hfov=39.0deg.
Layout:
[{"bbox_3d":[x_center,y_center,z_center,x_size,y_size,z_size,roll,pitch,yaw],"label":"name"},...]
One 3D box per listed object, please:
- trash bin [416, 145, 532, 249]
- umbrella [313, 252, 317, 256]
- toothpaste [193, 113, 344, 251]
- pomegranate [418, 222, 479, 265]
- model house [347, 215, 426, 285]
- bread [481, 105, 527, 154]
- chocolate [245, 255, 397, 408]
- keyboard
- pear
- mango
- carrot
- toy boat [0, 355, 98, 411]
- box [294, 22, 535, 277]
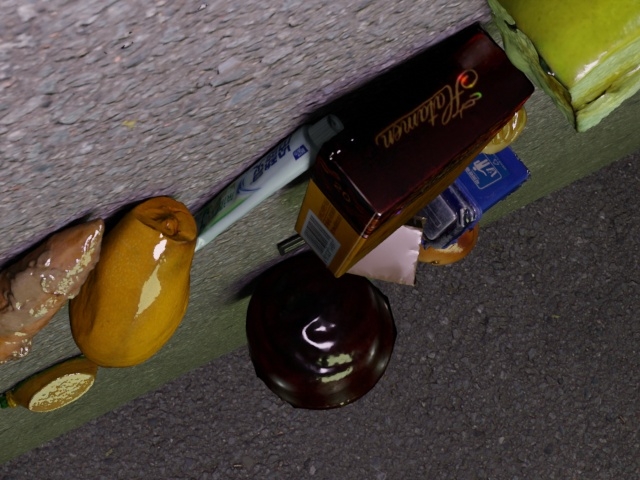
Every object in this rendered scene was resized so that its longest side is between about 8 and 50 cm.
[{"bbox_3d":[0.283,-0.100,1.802,0.234,0.162,0.184,-30,170,-35],"label":"trash bin"},{"bbox_3d":[-0.003,0.024,2.069,0.149,0.022,0.022,107,9,-77],"label":"umbrella"},{"bbox_3d":[-0.083,-0.073,1.193,0.048,0.075,0.297,32,129,-32],"label":"toothpaste"},{"bbox_3d":[0.253,-0.038,1.965,0.191,0.191,0.191,-27,171,-5],"label":"pomegranate"},{"bbox_3d":[0.104,-0.040,1.691,0.181,0.176,0.248,11,-165,-1],"label":"model house"},{"bbox_3d":[0.299,-0.204,1.522,0.094,0.083,0.157,-47,162,28],"label":"bread"},{"bbox_3d":[-0.022,0.187,2.059,0.383,0.383,0.331,-27,154,0],"label":"chocolate"},{"bbox_3d":[-0.008,-0.011,1.840,0.381,0.041,0.103,-33,171,-5],"label":"keyboard"},{"bbox_3d":[0.320,-0.267,0.925,0.282,0.176,0.286,-34,168,14],"label":"pear"},{"bbox_3d":[-0.251,0.069,1.200,0.187,0.144,0.359,-58,-179,-28],"label":"mango"},{"bbox_3d":[-0.341,0.052,1.089,0.263,0.102,0.102,-38,167,24],"label":"carrot"},{"bbox_3d":[-0.551,0.296,1.863,0.229,0.089,0.088,-26,-150,-14],"label":"toy boat"},{"bbox_3d":[0.109,-0.102,1.238,0.264,0.116,0.415,-38,173,-11],"label":"box"}]
